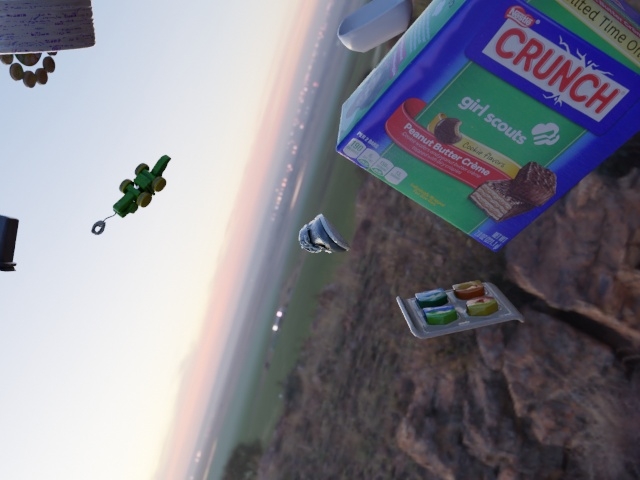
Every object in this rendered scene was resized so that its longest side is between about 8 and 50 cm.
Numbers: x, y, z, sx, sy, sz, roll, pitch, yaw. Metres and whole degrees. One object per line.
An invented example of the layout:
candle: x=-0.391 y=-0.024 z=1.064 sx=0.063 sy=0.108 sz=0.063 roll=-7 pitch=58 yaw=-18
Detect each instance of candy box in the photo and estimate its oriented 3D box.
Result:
candy box: x=0.218 y=-0.172 z=0.931 sx=0.317 sy=0.268 sz=0.122 roll=-47 pitch=23 yaw=33

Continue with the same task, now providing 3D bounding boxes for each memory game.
memory game: x=-0.603 y=-0.408 z=1.612 sx=0.186 sy=0.012 sz=0.186 roll=1 pitch=-90 yaw=-71

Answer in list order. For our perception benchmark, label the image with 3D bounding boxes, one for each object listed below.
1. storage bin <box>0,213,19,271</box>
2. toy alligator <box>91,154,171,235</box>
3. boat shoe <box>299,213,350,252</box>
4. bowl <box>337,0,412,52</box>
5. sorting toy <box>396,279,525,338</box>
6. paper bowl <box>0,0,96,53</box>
storage bin: x=-0.572 y=-0.006 z=1.296 sx=0.098 sy=0.135 sz=0.091 roll=157 pitch=126 yaw=-88
toy alligator: x=-0.325 y=-0.073 z=1.368 sx=0.190 sy=0.056 sz=0.051 roll=-50 pitch=-20 yaw=-14
boat shoe: x=0.000 y=0.000 z=2.022 sx=0.099 sy=0.116 sz=0.319 roll=-39 pitch=7 yaw=-1
bowl: x=0.103 y=-0.386 z=1.379 sx=0.142 sy=0.053 sz=0.142 roll=-24 pitch=24 yaw=19
sorting toy: x=0.259 y=0.123 z=1.481 sx=0.193 sy=0.208 sz=0.038 roll=-104 pitch=6 yaw=-75
paper bowl: x=-0.550 y=-0.412 z=1.388 sx=0.284 sy=0.284 sz=0.148 roll=-88 pitch=-3 yaw=-71
